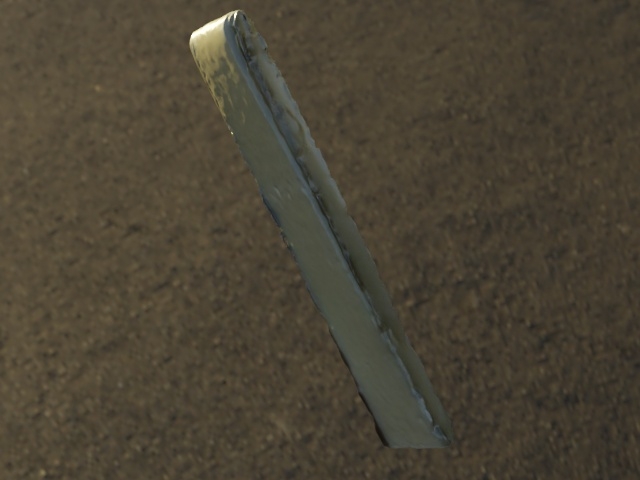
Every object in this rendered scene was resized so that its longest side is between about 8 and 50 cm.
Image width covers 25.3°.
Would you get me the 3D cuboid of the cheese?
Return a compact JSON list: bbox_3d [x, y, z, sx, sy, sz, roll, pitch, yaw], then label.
[{"bbox_3d":[0.002,-0.001,1.181,0.034,0.400,0.085,-33,11,-35],"label":"cheese"}]
